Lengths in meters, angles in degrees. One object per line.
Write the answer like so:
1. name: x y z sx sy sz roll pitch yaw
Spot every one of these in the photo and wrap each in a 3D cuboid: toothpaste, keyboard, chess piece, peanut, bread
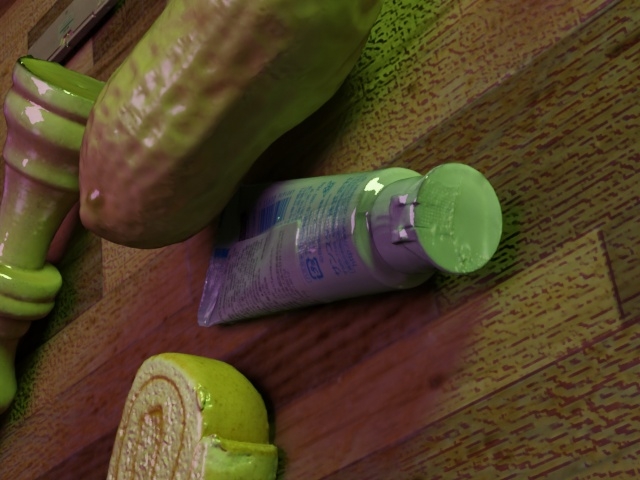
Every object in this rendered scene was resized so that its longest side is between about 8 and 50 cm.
1. toothpaste: 0.000 0.000 0.857 0.299 0.073 0.114 -8 68 58
2. keyboard: -0.245 -0.210 1.277 0.166 0.017 0.055 -35 47 39
3. chess piece: -0.289 0.036 1.164 0.117 0.117 0.397 40 110 50
4. peanut: -0.060 -0.117 0.906 0.319 0.148 0.147 -53 42 26
5. bread: -0.087 0.158 0.900 0.122 0.073 0.149 17 92 47
